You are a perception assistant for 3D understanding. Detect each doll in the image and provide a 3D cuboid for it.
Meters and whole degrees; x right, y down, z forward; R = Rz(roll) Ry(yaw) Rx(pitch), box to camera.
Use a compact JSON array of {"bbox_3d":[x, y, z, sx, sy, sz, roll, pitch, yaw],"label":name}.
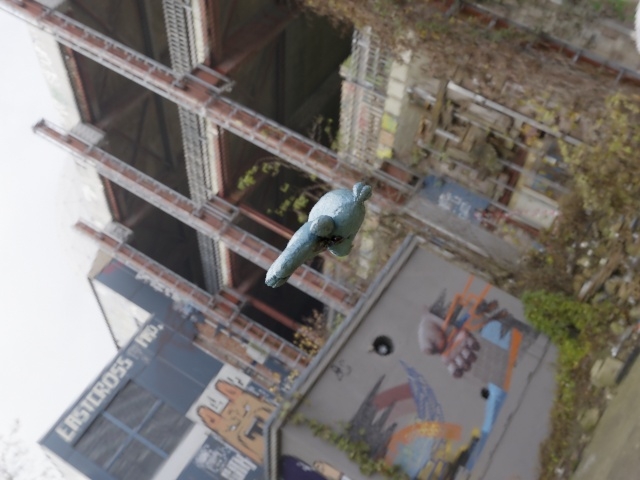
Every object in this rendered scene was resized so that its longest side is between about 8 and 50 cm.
[{"bbox_3d":[0.004,0.003,0.939,0.179,0.075,0.120,-55,9,-34],"label":"doll"}]
